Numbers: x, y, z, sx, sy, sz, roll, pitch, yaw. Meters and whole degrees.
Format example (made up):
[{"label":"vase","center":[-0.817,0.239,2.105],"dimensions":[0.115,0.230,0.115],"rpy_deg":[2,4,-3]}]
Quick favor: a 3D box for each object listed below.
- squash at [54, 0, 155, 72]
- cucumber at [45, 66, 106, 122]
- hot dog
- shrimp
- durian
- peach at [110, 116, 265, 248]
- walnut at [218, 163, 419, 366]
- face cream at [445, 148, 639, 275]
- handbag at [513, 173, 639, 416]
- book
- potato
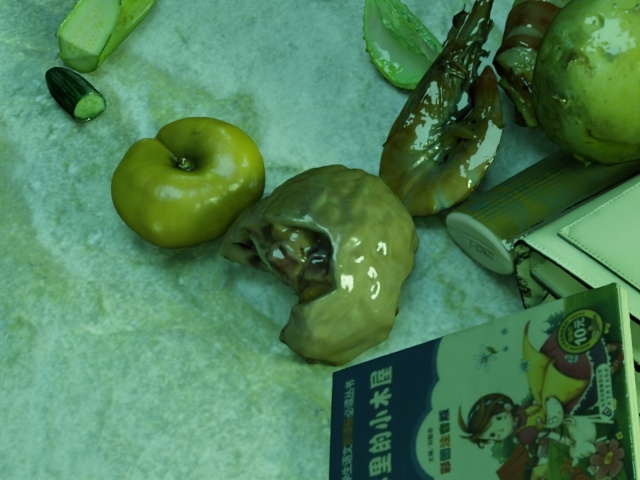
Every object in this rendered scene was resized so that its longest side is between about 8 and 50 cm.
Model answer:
[{"label":"squash","center":[-0.269,-0.312,2.026],"dimensions":[0.090,0.075,0.200],"rpy_deg":[-5,39,43]},{"label":"cucumber","center":[-0.315,-0.190,1.941],"dimensions":[0.048,0.048,0.105],"rpy_deg":[-32,48,-19]},{"label":"hot dog","center":[0.267,-0.217,1.819],"dimensions":[0.123,0.093,0.262],"rpy_deg":[25,53,1]},{"label":"shrimp","center":[0.159,-0.154,1.739],"dimensions":[0.152,0.063,0.287],"rpy_deg":[13,75,47]},{"label":"durian","center":[0.106,-0.257,1.880],"dimensions":[0.086,0.100,0.215],"rpy_deg":[-27,62,-21]},{"label":"peach","center":[-0.153,-0.068,1.755],"dimensions":[0.179,0.103,0.179],"rpy_deg":[-8,41,6]},{"label":"walnut","center":[0.012,-0.002,1.639],"dimensions":[0.204,0.141,0.238],"rpy_deg":[-24,50,-18]},{"label":"face cream","center":[0.287,-0.062,1.678],"dimensions":[0.285,0.067,0.139],"rpy_deg":[-30,31,-15]},{"label":"handbag","center":[0.402,0.005,1.543],"dimensions":[0.358,0.160,0.237],"rpy_deg":[-28,43,-16]},{"label":"book","center":[0.142,0.179,1.412],"dimensions":[0.322,0.018,0.228],"rpy_deg":[-21,48,28]},{"label":"potato","center":[0.353,-0.190,1.598],"dimensions":[0.307,0.210,0.173],"rpy_deg":[-26,53,-22]}]
